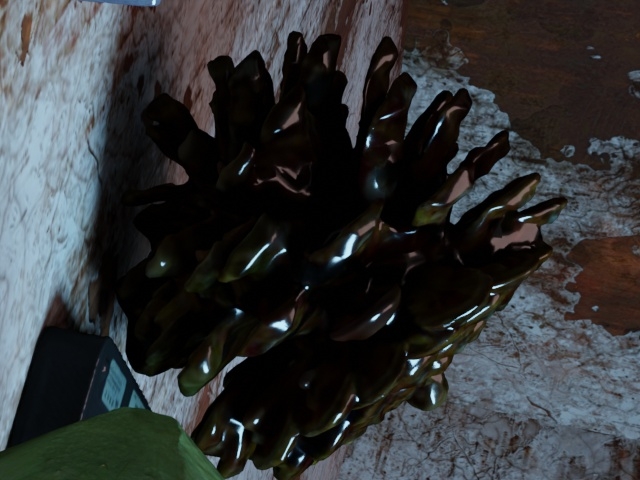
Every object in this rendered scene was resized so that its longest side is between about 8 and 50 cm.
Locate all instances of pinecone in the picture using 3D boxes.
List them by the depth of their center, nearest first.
[{"bbox_3d":[0.000,0.000,1.546,0.398,0.398,0.397,11,90,-82],"label":"pinecone"}]

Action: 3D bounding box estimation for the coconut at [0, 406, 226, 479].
[{"bbox_3d":[-0.152,0.258,1.124,0.328,0.281,0.328,0,89,-46],"label":"coconut"}]

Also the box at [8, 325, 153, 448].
[{"bbox_3d":[-0.199,0.218,1.520,0.350,0.058,0.211,81,21,-70],"label":"box"}]

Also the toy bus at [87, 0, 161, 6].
[{"bbox_3d":[-0.111,-0.276,1.288,0.317,0.112,0.138,-68,162,-59],"label":"toy bus"}]
